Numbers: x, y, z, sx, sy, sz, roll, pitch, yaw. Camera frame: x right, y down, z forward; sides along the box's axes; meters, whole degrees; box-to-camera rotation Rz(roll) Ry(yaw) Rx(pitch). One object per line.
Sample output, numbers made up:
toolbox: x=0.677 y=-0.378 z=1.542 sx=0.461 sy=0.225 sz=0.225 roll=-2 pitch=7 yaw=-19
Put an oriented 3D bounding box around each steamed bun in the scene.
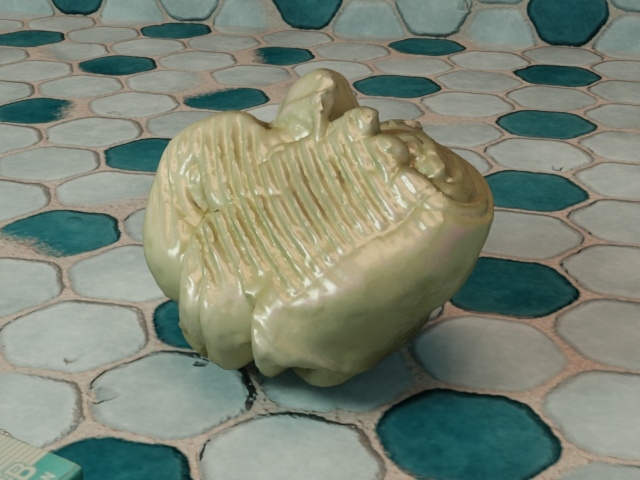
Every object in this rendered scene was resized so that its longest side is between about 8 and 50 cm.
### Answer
steamed bun: x=0.000 y=0.000 z=1.139 sx=0.352 sy=0.247 sz=0.339 roll=-37 pitch=54 yaw=2

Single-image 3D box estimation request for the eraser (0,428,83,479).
eraser: x=-0.263 y=0.211 z=0.697 sx=0.095 sy=0.052 sz=0.225 roll=16 pitch=27 yaw=22
